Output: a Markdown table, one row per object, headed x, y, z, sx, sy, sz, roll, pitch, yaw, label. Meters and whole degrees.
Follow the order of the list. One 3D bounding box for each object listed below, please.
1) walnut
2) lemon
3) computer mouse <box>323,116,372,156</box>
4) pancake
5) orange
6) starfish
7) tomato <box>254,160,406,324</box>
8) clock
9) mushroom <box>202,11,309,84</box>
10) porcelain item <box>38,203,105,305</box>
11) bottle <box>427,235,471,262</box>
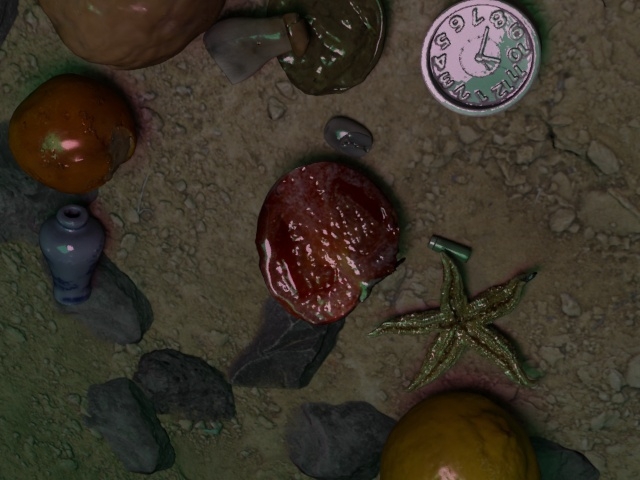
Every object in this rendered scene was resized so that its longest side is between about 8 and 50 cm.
| x | y | z | sx | sy | sz | roll | pitch | yaw | label |
| --- | --- | --- | --- | --- | --- | --- | --- | --- | --- |
| -0.308 | -0.467 | 1.118 | 0.382 | 0.381 | 0.381 | 8 | 119 | 14 | walnut |
| 0.283 | 0.485 | 1.433 | 0.348 | 0.348 | 0.347 | 8 | 119 | 14 | lemon |
| 0.051 | -0.194 | 1.308 | 0.096 | 0.039 | 0.066 | 30 | 122 | 0 | computer mouse |
| 0.007 | -0.376 | 1.222 | 0.242 | 0.050 | 0.241 | 12 | 120 | 21 | pancake |
| -0.490 | -0.208 | 1.365 | 0.240 | 0.240 | 0.239 | 8 | 119 | 14 | orange |
| 0.269 | 0.166 | 1.406 | 0.358 | 0.078 | 0.347 | 4 | 119 | 16 | starfish |
| 0.002 | 0.003 | 1.358 | 0.309 | 0.170 | 0.308 | 0 | 89 | -6 | tomato |
| 0.270 | -0.311 | 1.158 | 0.197 | 0.068 | 0.196 | 7 | 119 | 14 | clock |
| -0.119 | -0.360 | 1.236 | 0.225 | 0.093 | 0.116 | -16 | 122 | 34 | mushroom |
| -0.571 | 0.034 | 1.584 | 0.141 | 0.141 | 0.259 | 21 | 129 | 6 | porcelain item |
| 0.254 | 0.017 | 1.360 | 0.083 | 0.030 | 0.030 | 22 | 122 | 7 | bottle |
